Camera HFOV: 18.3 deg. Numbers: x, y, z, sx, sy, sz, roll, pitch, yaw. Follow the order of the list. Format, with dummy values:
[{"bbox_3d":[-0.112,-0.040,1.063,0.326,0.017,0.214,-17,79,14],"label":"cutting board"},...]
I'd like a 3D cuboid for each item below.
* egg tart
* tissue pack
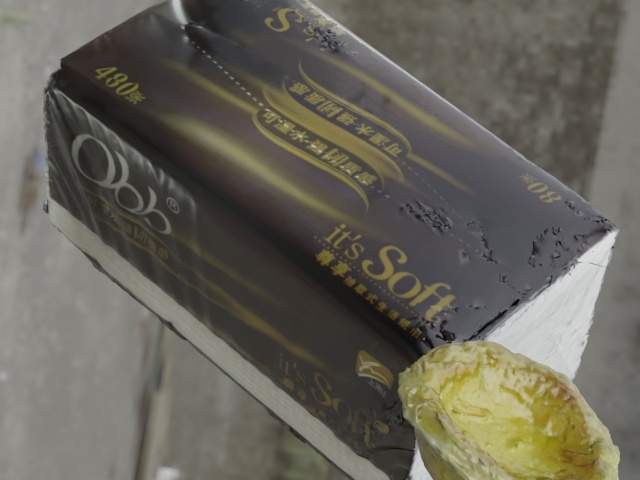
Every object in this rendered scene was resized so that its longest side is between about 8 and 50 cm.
[{"bbox_3d":[0.077,0.087,0.846,0.105,0.105,0.039,-78,-166,-56],"label":"egg tart"},{"bbox_3d":[0.000,0.000,1.366,0.210,0.370,0.198,-35,152,-36],"label":"tissue pack"}]
